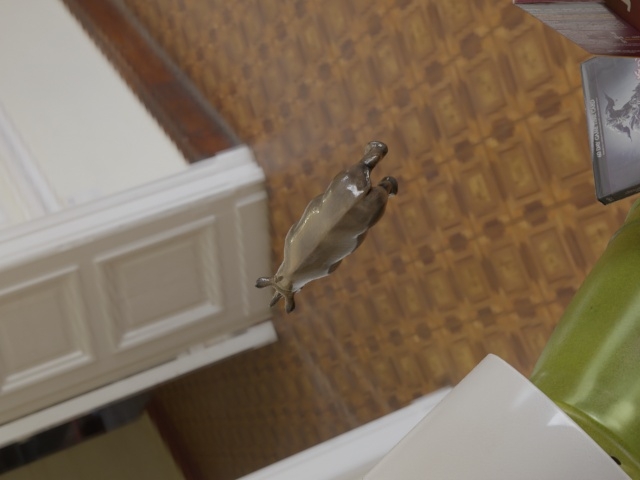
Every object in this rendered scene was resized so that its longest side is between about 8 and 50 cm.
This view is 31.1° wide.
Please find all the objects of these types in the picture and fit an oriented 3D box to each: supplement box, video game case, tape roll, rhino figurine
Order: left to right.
[{"bbox_3d":[0.000,0.000,1.290,0.073,0.106,0.243,38,126,-2],"label":"rhino figurine"},{"bbox_3d":[0.179,0.244,1.027,0.246,0.169,0.246,45,177,3],"label":"tape roll"},{"bbox_3d":[0.243,-0.226,0.975,0.081,0.188,0.104,8,89,34],"label":"supplement box"},{"bbox_3d":[0.420,-0.170,1.273,0.274,0.026,0.196,-23,53,36],"label":"video game case"}]

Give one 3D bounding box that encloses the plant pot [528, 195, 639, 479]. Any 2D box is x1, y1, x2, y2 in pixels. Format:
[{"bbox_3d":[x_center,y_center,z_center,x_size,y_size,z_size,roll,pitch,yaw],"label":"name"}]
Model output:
[{"bbox_3d":[0.415,0.171,1.355,0.366,0.353,0.366,37,152,24],"label":"plant pot"}]
